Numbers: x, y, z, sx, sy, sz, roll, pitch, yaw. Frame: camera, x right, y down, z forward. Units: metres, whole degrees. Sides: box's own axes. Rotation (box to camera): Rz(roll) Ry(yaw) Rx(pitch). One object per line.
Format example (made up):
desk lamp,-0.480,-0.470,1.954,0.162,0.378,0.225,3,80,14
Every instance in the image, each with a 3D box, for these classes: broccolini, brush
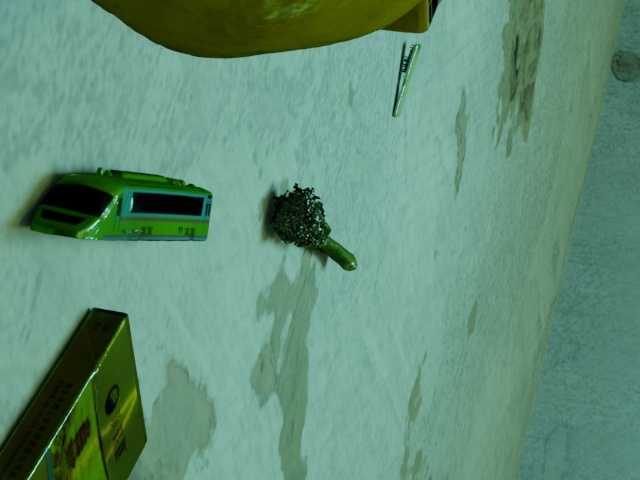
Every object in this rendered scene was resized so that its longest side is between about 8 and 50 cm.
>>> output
broccolini,0.000,0.000,1.513,0.051,0.054,0.239,-43,163,-1
brush,0.092,-0.175,1.795,0.016,0.013,0.083,1,106,-70

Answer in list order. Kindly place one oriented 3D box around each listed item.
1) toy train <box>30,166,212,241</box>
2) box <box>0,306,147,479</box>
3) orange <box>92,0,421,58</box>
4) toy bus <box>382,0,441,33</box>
toy train,-0.124,-0.023,1.051,0.209,0.044,0.042,1,99,-75
box,-0.164,0.150,1.044,0.193,0.030,0.121,-62,157,-46
orange,-0.045,-0.220,0.837,0.279,0.235,0.279,44,24,-25
toy bus,0.060,-0.290,1.455,0.201,0.098,0.114,84,21,-48
